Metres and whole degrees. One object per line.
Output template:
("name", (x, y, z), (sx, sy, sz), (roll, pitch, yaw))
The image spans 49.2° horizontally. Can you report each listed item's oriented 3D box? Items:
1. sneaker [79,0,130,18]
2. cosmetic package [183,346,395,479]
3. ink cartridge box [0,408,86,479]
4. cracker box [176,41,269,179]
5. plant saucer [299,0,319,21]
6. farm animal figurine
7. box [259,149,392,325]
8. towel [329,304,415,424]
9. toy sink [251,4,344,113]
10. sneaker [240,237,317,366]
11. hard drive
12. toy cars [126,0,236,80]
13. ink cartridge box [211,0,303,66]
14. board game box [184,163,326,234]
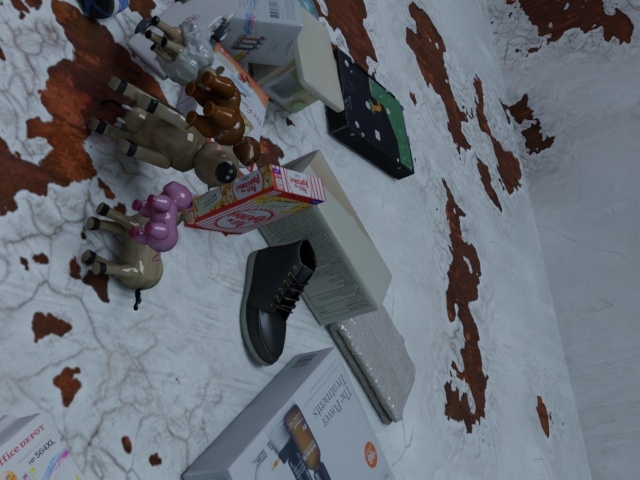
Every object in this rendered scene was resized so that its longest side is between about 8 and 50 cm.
("sneaker", (-0.369, -0.457, 1.110), (0.081, 0.080, 0.211), (-48, 124, -63))
("cosmetic package", (-0.027, 0.386, 1.141), (0.377, 0.097, 0.285), (-39, 109, -58))
("ink cartridge box", (-0.324, 0.257, 0.739), (0.143, 0.089, 0.092), (63, 31, -13))
("cracker box", (-0.180, -0.228, 1.278), (0.155, 0.067, 0.232), (43, 40, -37))
("plant saucer", (-0.046, -0.577, 1.744), (0.119, 0.021, 0.119), (35, 44, -44))
("farm animal figurine", (-0.213, -0.112, 1.020), (0.172, 0.330, 0.327), (22, 27, -49))
("box", (0.000, 0.000, 1.361), (0.311, 0.147, 0.121), (60, 31, -20))
("towel", (0.121, 0.238, 1.510), (0.282, 0.049, 0.187), (59, 31, -17))
("toy sink", (-0.059, -0.370, 1.497), (0.152, 0.131, 0.234), (24, 48, -51))
("sneaker", (-0.068, 0.100, 1.214), (0.083, 0.118, 0.222), (31, 48, -48))
("hard drive", (0.127, -0.322, 1.834), (0.339, 0.064, 0.237), (23, 54, -50))
("toy cars", (-0.238, -0.441, 1.205), (0.176, 0.087, 0.394), (4, 74, -19))
("ink cartridge box", (-0.140, -0.427, 1.332), (0.176, 0.127, 0.128), (2, 66, -21))
("board game box", (-0.111, -0.064, 1.168), (0.146, 0.193, 0.045), (8, 66, -56))
